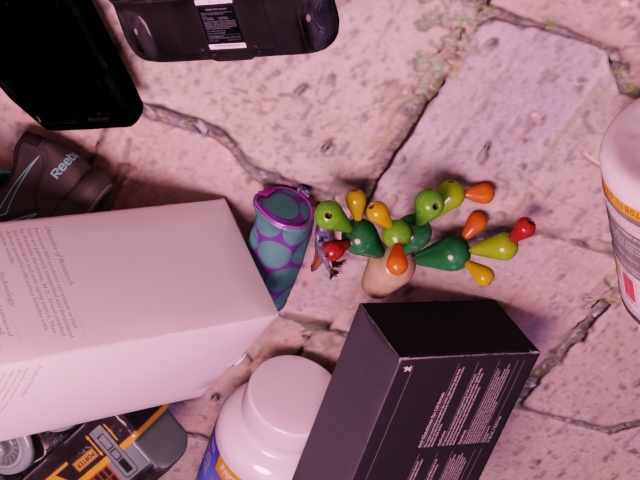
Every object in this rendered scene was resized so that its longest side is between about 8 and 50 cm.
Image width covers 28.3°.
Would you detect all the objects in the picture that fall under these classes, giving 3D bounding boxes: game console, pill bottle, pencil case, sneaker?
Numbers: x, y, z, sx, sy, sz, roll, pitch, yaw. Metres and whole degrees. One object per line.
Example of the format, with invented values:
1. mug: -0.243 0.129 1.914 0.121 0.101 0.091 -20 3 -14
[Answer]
1. game console: -0.155 -0.189 1.106 0.361 0.044 0.213 0 139 21
2. pill bottle: 0.356 0.003 1.193 0.162 0.162 0.278 -6 136 14
3. pencil case: -0.051 0.010 1.327 0.064 0.070 0.152 -23 149 -33
4. pill bottle: -0.062 0.261 1.538 0.152 0.152 0.272 13 138 -7
5. sneaker: -0.318 -0.016 1.332 0.106 0.101 0.267 40 127 -9

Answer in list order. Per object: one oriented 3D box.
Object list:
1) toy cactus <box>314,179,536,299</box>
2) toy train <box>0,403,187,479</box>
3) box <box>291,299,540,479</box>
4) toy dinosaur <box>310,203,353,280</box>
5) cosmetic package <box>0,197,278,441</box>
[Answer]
1. toy cactus: 0.092 0.013 1.284 0.218 0.112 0.180 -1 151 -21
2. toy train: -0.315 0.266 1.516 0.334 0.142 0.190 -41 89 22
3. box: 0.098 0.197 1.389 0.184 0.103 0.261 -1 125 -33
4. toy dinosaur: 0.000 0.000 1.331 0.090 0.047 0.082 -12 115 36
5. cosmetic package: -0.250 0.085 1.238 0.365 0.155 0.197 -9 153 -41
